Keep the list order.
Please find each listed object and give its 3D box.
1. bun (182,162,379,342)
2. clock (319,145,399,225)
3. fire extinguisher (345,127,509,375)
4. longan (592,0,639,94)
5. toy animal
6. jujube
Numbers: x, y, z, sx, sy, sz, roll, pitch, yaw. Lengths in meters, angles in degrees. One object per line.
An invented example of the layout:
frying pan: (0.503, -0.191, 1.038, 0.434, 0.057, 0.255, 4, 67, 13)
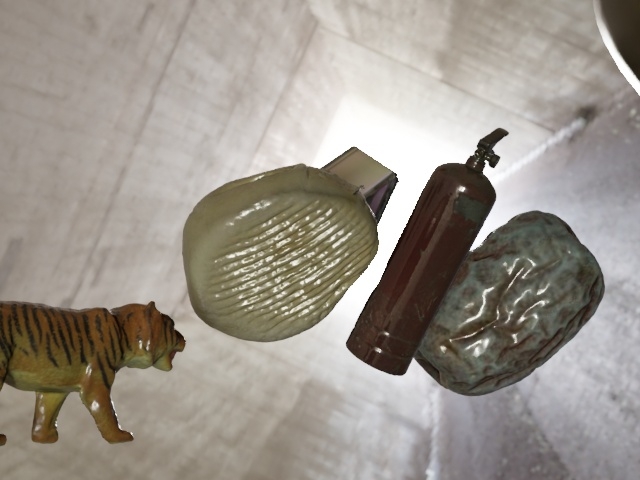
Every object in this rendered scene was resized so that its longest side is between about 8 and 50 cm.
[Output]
bun: (-0.040, 0.000, 0.986, 0.113, 0.173, 0.166, -122, 33, -51)
clock: (0.000, 0.000, 1.305, 0.147, 0.071, 0.192, -38, -21, -43)
fire extinguisher: (0.117, 0.005, 1.144, 0.267, 0.072, 0.089, -64, -20, 11)
longan: (0.389, -0.205, 0.797, 0.336, 0.405, 0.404, -114, 39, -49)
toy animal: (-0.189, 0.084, 0.734, 0.057, 0.241, 0.099, -9, 77, 45)
jujube: (0.278, 0.099, 1.705, 0.317, 0.226, 0.226, -40, -2, 2)
